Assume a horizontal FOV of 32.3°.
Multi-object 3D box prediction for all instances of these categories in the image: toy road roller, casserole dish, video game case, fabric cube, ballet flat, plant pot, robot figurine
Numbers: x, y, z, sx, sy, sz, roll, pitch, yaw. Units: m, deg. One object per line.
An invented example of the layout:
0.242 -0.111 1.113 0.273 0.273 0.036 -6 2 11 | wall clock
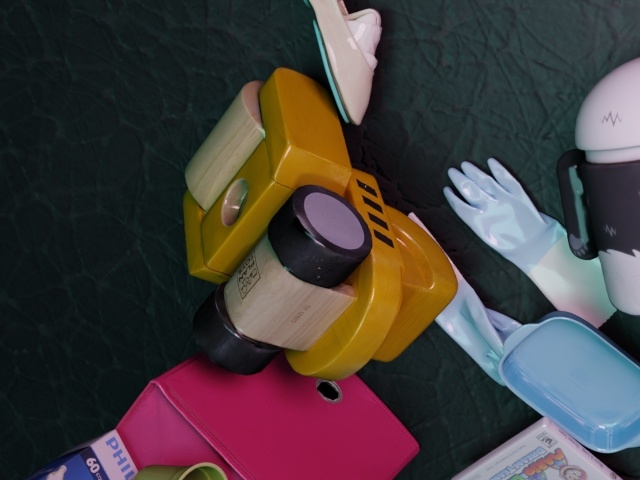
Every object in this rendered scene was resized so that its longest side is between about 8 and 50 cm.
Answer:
0.000 0.000 1.190 0.202 0.240 0.329 -49 37 31 | toy road roller
0.272 0.142 1.141 0.188 0.037 0.114 37 121 -8 | casserole dish
0.243 0.274 1.202 0.143 0.019 0.157 40 128 -8 | video game case
-0.092 0.271 1.275 0.254 0.258 0.259 45 121 10 | fabric cube
0.019 -0.247 1.159 0.086 0.086 0.248 -20 95 32 | ballet flat
-0.148 0.258 1.110 0.079 0.083 0.083 4 108 40 | plant pot
0.332 -0.034 1.001 0.209 0.173 0.278 -14 100 7 | robot figurine

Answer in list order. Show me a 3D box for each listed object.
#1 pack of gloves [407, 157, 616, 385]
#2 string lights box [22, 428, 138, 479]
0.183 0.041 1.177 0.232 0.046 0.195 44 122 9 | pack of gloves
-0.274 0.304 1.081 0.077 0.259 0.133 -27 92 33 | string lights box
